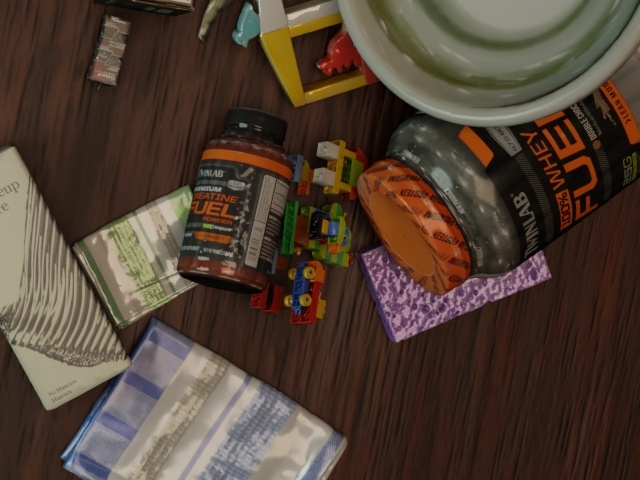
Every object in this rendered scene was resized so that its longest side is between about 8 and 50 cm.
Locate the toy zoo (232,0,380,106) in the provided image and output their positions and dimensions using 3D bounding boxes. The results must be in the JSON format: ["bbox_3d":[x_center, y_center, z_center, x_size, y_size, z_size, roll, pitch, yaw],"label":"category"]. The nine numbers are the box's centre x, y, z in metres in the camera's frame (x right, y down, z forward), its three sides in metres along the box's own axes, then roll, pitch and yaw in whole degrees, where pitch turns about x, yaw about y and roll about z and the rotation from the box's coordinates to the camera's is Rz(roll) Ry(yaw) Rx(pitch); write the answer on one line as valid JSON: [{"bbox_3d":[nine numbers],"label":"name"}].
[{"bbox_3d":[0.040,-0.271,1.719,0.293,0.030,0.192,-19,115,-10],"label":"toy zoo"}]

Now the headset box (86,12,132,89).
[{"bbox_3d":[-0.234,-0.206,1.672,0.032,0.062,0.083,15,92,-13],"label":"headset box"}]

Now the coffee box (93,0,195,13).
[{"bbox_3d":[-0.174,-0.372,1.631,0.098,0.141,0.246,8,94,-14],"label":"coffee box"}]

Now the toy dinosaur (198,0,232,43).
[{"bbox_3d":[-0.068,-0.353,1.700,0.268,0.064,0.118,-43,109,-3],"label":"toy dinosaur"}]

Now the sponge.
[{"bbox_3d":[0.159,0.029,1.798,0.210,0.031,0.117,-22,99,-10],"label":"sponge"}]

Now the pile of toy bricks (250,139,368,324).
[{"bbox_3d":[0.000,0.000,1.736,0.105,0.118,0.212,20,73,-41],"label":"pile of toy bricks"}]

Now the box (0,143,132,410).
[{"bbox_3d":[-0.318,0.039,1.659,0.113,0.094,0.275,-30,101,-9],"label":"box"}]

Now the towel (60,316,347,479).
[{"bbox_3d":[-0.130,0.246,1.752,0.285,0.034,0.209,34,86,-13],"label":"towel"}]

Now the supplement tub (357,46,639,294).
[{"bbox_3d":[0.221,-0.097,1.695,0.338,0.207,0.207,-35,102,-14],"label":"supplement tub"}]

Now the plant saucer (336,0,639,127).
[{"bbox_3d":[0.198,-0.317,1.580,0.100,0.400,0.400,-4,98,-56],"label":"plant saucer"}]

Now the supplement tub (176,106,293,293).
[{"bbox_3d":[-0.091,-0.045,1.690,0.106,0.106,0.197,14,80,-14],"label":"supplement tub"}]

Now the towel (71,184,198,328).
[{"bbox_3d":[-0.191,0.018,1.722,0.152,0.023,0.113,-29,101,-9],"label":"towel"}]
